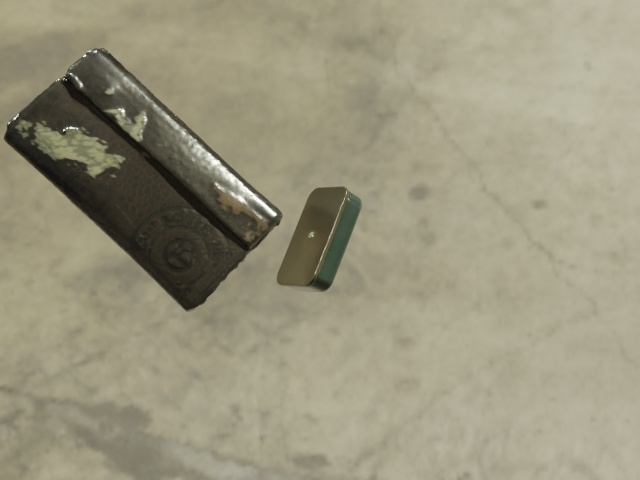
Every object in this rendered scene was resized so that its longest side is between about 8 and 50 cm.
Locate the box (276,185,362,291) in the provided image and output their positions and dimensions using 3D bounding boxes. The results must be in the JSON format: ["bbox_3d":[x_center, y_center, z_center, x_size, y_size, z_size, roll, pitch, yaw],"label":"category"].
[{"bbox_3d":[0.000,0.000,1.693,0.091,0.031,0.126,-2,64,60],"label":"box"}]

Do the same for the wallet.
[{"bbox_3d":[-0.213,-0.078,1.776,0.321,0.044,0.170,43,76,2],"label":"wallet"}]
